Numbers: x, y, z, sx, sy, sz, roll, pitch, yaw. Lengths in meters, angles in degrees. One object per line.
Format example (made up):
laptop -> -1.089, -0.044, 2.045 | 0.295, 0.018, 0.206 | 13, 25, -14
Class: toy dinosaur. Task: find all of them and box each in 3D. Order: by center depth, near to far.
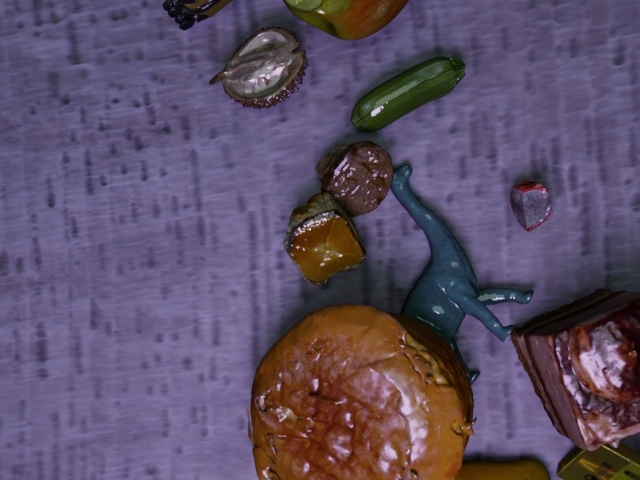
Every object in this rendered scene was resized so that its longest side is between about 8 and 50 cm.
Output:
toy dinosaur -> 0.155, 0.103, 1.186 | 0.330, 0.129, 0.384 | 36, 92, 17

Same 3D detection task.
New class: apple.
apple -> 0.039, -0.459, 1.145 | 0.246, 0.246, 0.226 | 37, 99, 6

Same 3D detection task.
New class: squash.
squash -> 0.152, -0.258, 1.207 | 0.219, 0.077, 0.068 | -26, 44, 2

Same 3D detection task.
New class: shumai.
shumai -> 0.060, -0.119, 1.204 | 0.123, 0.139, 0.105 | 11, 54, -21

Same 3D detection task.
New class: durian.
durian -> -0.105, -0.292, 1.226 | 0.188, 0.091, 0.149 | -8, 74, 8

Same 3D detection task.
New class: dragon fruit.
dragon fruit -> 0.360, -0.066, 1.184 | 0.056, 0.060, 0.083 | -21, 111, -3

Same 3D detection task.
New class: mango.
mango -> 0.276, 0.431, 1.147 | 0.227, 0.099, 0.136 | -14, 79, -4

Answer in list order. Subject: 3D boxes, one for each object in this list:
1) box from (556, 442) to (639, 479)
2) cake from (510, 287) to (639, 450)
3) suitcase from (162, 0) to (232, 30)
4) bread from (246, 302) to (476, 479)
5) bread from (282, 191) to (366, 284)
box -> 0.501, 0.393, 1.121 | 0.193, 0.030, 0.121 | 28, 132, 6
cake -> 0.436, 0.191, 1.043 | 0.196, 0.293, 0.199 | -21, 85, -1
suitcase -> -0.206, -0.515, 1.221 | 0.234, 0.143, 0.194 | -36, 83, 3
bread -> 0.063, 0.278, 1.082 | 0.358, 0.204, 0.337 | -43, 68, 24
bread -> 0.000, 0.000, 1.182 | 0.127, 0.069, 0.140 | -31, 121, 8
